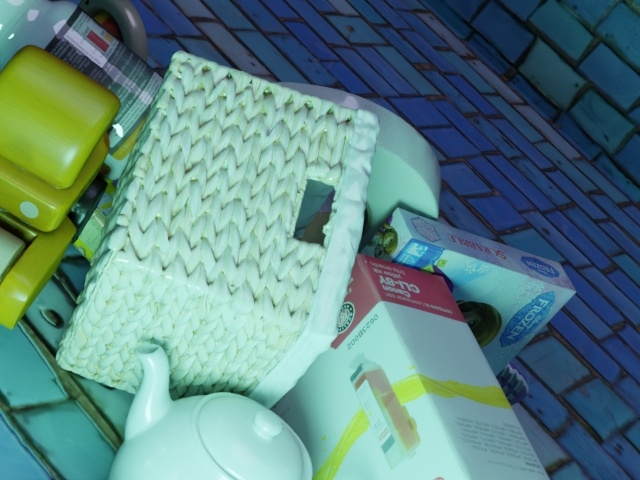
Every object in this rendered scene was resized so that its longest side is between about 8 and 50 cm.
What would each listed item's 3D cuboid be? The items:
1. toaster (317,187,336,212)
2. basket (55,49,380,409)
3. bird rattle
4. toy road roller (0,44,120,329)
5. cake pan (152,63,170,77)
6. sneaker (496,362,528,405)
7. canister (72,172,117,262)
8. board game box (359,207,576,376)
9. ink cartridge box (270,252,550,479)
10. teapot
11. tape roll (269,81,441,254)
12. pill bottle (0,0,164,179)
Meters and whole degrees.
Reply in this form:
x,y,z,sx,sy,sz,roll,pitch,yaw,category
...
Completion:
x,y,z,sx,sy,sz,roll,pitch,yaw,category
0.000,0.000,2.034,0.146,0.129,0.227,52,28,19,toaster
-0.125,0.009,1.533,0.267,0.331,0.328,20,56,-11,basket
-0.339,-0.289,2.015,0.143,0.206,0.253,-13,44,-35,bird rattle
-0.371,-0.082,1.528,0.203,0.240,0.329,31,37,-5,toy road roller
-0.163,-0.202,2.156,0.293,0.054,0.293,43,15,-14,cake pan
0.237,0.177,2.059,0.236,0.095,0.104,32,35,-10,sneaker
-0.285,-0.009,1.756,0.170,0.073,0.126,44,28,9,canister
0.144,0.123,1.796,0.318,0.318,0.066,16,35,-35,board game box
0.086,0.251,1.559,0.160,0.279,0.384,18,32,-36,ink cartridge box
-0.097,0.264,1.423,0.256,0.187,0.252,15,35,-39,teapot
-0.029,-0.070,1.749,0.392,0.392,0.072,25,55,-24,tape roll
-0.337,-0.223,1.727,0.278,0.162,0.162,41,25,-17,pill bottle
